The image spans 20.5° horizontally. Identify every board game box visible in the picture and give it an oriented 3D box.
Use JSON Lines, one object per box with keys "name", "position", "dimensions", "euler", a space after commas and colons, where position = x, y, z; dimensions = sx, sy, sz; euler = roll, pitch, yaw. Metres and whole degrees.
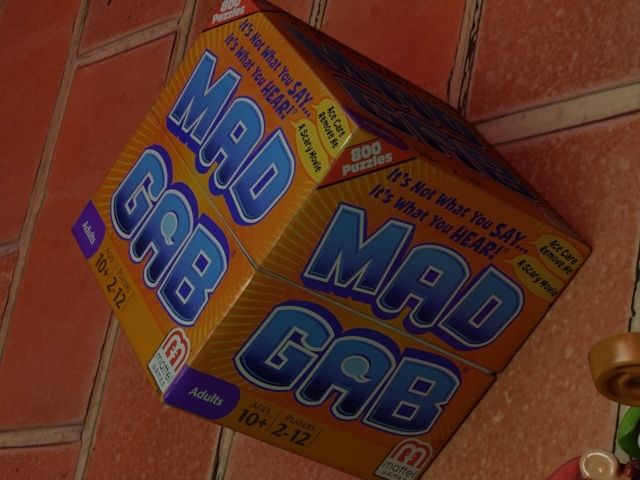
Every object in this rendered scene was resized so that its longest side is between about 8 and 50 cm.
{"name": "board game box", "position": [0.000, 0.000, 1.984], "dimensions": [0.356, 0.356, 0.356], "euler": [-54, 37, 14]}

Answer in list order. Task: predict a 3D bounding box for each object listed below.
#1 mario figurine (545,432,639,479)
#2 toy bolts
{"name": "mario figurine", "position": [0.316, 0.261, 1.579], "dimensions": [0.320, 0.170, 0.198], "euler": [-19, 69, 38]}
{"name": "toy bolts", "position": [0.366, 0.084, 1.625], "dimensions": [0.228, 0.218, 0.158], "euler": [-11, 54, 28]}
